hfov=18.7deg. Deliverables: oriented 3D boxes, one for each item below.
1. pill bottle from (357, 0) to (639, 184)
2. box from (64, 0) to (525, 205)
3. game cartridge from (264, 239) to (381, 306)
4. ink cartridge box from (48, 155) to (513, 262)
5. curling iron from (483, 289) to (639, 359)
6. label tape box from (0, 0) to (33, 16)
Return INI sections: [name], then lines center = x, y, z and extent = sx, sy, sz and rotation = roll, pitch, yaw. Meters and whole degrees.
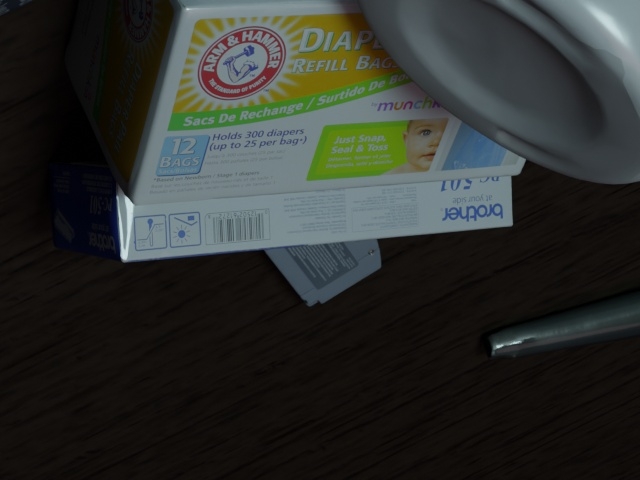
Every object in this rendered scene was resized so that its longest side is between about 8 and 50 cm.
[pill bottle]
center = 0.145, -0.170, 0.781
extent = 0.272, 0.152, 0.152
rotation = -53, 144, -16
[box]
center = 0.001, -0.096, 0.878
extent = 0.203, 0.103, 0.114
rotation = -6, 136, -26
[game cartridge]
center = 0.000, 0.000, 1.053
extent = 0.056, 0.017, 0.083
rotation = -28, 141, 6
[ink cartridge box]
center = -0.019, -0.022, 0.950
extent = 0.207, 0.097, 0.046
rotation = -5, 96, -26
[curling iron]
center = 0.229, 0.049, 1.225
extent = 0.274, 0.035, 0.068
rotation = -9, 137, -23
[label tape box]
center = -0.113, -0.151, 0.649
extent = 0.348, 0.115, 0.249
rotation = -25, 180, -3
